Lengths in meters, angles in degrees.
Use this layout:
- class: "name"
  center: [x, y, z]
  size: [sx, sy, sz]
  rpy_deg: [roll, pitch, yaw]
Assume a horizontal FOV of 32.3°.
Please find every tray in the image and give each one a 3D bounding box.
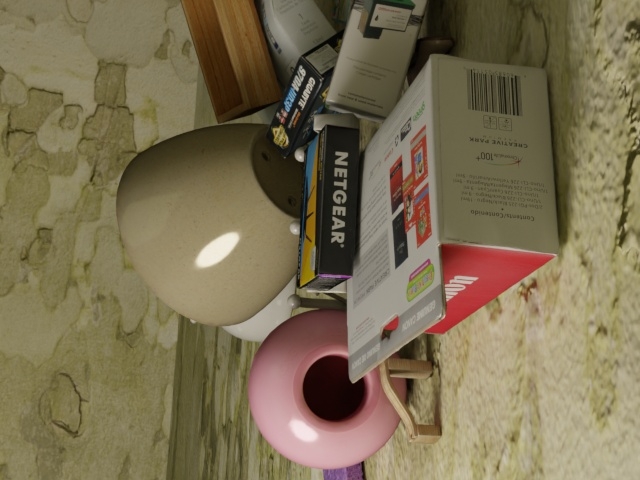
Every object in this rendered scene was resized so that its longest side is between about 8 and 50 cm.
- class: "tray"
  center: [-0.180, -0.417, 1.894]
  size: [0.203, 0.076, 0.411]
  rpy_deg: [-4, 104, 71]

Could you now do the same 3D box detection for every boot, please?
- class: "boot"
  center: [0.140, -0.214, 1.410]
  size: [0.118, 0.042, 0.087]
  rpy_deg: [-143, 56, -78]

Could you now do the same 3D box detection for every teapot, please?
- class: "teapot"
  center: [-0.158, 0.075, 2.154]
  size: [0.252, 0.187, 0.256]
  rpy_deg: [-138, 55, -72]

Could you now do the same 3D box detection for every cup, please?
- class: "cup"
  center: [-0.125, -0.059, 1.774]
  size: [0.237, 0.331, 0.331]
  rpy_deg: [-32, 49, 38]

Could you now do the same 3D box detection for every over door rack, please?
- class: "over door rack"
  center: [0.005, -0.026, 1.556]
  size: [0.324, 0.108, 0.239]
  rpy_deg: [64, -153, -79]

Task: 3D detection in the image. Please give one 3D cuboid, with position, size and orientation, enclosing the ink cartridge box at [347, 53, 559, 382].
- class: "ink cartridge box"
  center: [0.128, -0.003, 1.190]
  size: [0.309, 0.130, 0.272]
  rpy_deg: [129, 144, -66]

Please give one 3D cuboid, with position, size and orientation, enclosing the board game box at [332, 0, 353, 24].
- class: "board game box"
  center: [0.054, -0.438, 1.840]
  size: [0.103, 0.026, 0.154]
  rpy_deg: [-132, 48, -70]

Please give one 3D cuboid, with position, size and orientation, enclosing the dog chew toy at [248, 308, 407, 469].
- class: "dog chew toy"
  center: [-0.001, 0.203, 1.511]
  size: [0.332, 0.206, 0.206]
  rpy_deg: [130, 144, -79]

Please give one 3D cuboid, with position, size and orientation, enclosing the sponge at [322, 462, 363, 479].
- class: "sponge"
  center: [0.038, 0.387, 1.597]
  size: [0.117, 0.031, 0.210]
  rpy_deg: [111, 159, -48]

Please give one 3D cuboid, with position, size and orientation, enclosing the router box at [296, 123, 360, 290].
- class: "router box"
  center: [0.008, -0.036, 1.325]
  size: [0.133, 0.046, 0.179]
  rpy_deg: [141, 132, -74]

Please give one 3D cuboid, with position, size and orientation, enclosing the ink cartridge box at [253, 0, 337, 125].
- class: "ink cartridge box"
  center: [-0.112, -0.380, 1.922]
  size: [0.385, 0.091, 0.308]
  rpy_deg: [54, 161, 1]

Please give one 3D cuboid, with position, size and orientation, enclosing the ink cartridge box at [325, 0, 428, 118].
- class: "ink cartridge box"
  center: [0.079, -0.270, 1.431]
  size: [0.160, 0.092, 0.219]
  rpy_deg: [-96, 22, -87]

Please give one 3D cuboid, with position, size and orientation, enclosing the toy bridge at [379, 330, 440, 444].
- class: "toy bridge"
  center: [0.105, 0.156, 1.357]
  size: [0.026, 0.063, 0.188]
  rpy_deg: [117, 154, -55]

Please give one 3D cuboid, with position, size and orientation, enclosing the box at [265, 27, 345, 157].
- class: "box"
  center: [0.018, -0.233, 1.636]
  size: [0.051, 0.175, 0.220]
  rpy_deg: [48, 150, 10]
